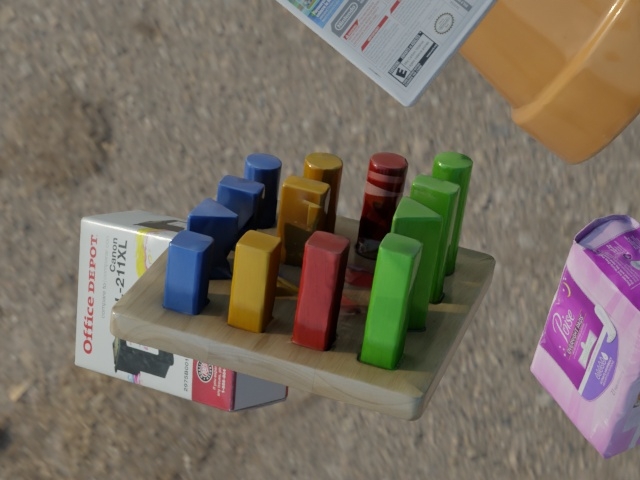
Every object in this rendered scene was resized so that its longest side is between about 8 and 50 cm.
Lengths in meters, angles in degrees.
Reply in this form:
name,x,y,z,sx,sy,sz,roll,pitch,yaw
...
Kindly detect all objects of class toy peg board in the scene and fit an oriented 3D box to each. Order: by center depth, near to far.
name,x,y,z,sx,sy,sz,roll,pitch,yaw
toy peg board,0.000,0.000,0.899,0.160,0.079,0.161,15,28,12

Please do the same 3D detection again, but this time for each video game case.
name,x,y,z,sx,sy,sz,roll,pitch,yaw
video game case,0.018,-0.127,0.743,0.122,0.011,0.087,40,104,7

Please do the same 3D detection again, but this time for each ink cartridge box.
name,x,y,z,sx,sy,sz,roll,pitch,yaw
ink cartridge box,-0.109,0.053,1.396,0.175,0.072,0.127,11,103,37

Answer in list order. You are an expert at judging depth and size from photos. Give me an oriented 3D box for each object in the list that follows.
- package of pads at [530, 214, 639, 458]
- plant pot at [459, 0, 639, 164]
name,x,y,z,sx,sy,sz,roll,pitch,yaw
package of pads,0.106,0.035,0.635,0.032,0.083,0.050,-24,57,-26
plant pot,0.193,-0.233,1.404,0.203,0.291,0.291,31,74,-6
